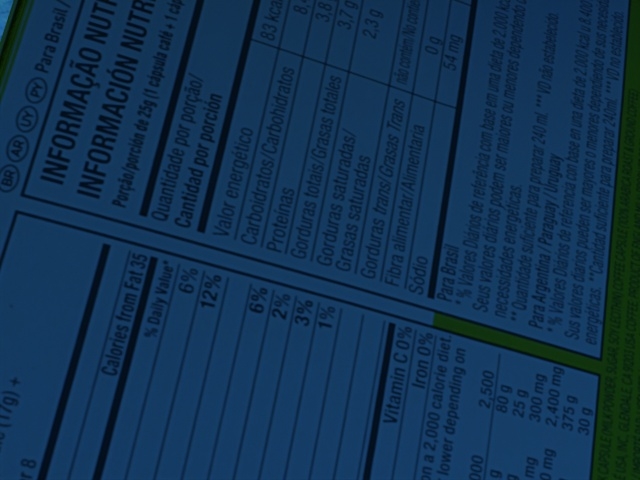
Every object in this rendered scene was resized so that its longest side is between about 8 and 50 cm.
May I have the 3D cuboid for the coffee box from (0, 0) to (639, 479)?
[{"bbox_3d":[-0.017,0.057,0.530,0.334,0.338,0.337,16,159,-14],"label":"coffee box"}]
